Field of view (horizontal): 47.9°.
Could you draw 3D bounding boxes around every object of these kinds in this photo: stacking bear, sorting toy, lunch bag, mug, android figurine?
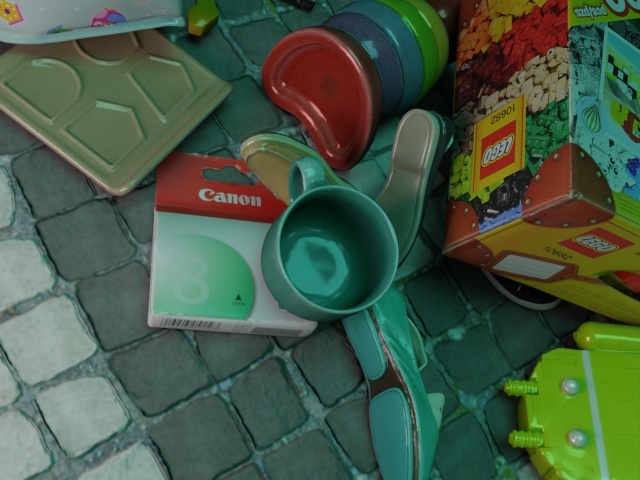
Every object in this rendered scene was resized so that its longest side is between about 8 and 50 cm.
[{"bbox_3d":[0.096,-0.247,0.942,0.289,0.164,0.175,-36,82,-34],"label":"stacking bear"},{"bbox_3d":[-0.226,-0.210,0.873,0.229,0.041,0.307,35,59,4],"label":"sorting toy"},{"bbox_3d":[-0.289,-0.340,0.772,0.262,0.223,0.160,-6,48,-4],"label":"lunch bag"},{"bbox_3d":[0.007,0.007,0.752,0.129,0.097,0.158,21,70,-12],"label":"mug"},{"bbox_3d":[0.348,0.210,0.834,0.273,0.056,0.248,6,56,0],"label":"android figurine"}]

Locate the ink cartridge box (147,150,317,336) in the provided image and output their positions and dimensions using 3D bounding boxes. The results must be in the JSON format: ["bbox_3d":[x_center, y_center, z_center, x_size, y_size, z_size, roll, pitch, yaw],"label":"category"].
[{"bbox_3d":[-0.097,-0.007,0.814,0.181,0.056,0.224,6,66,-18],"label":"ink cartridge box"}]

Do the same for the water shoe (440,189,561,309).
[{"bbox_3d":[0.236,0.005,0.911,0.203,0.080,0.073,44,60,4],"label":"water shoe"}]

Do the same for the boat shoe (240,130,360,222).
[{"bbox_3d":[-0.014,-0.053,0.815,0.190,0.068,0.072,29,48,-38],"label":"boat shoe"}]

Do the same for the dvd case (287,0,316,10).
[{"bbox_3d":[-0.098,-0.442,1.029,0.239,0.029,0.179,21,61,-9],"label":"dvd case"}]

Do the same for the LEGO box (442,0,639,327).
[{"bbox_3d":[0.409,-0.102,0.890,0.500,0.193,0.372,19,64,-25],"label":"LEGO box"}]

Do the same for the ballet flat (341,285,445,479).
[{"bbox_3d":[0.092,0.156,0.790,0.087,0.083,0.247,-4,68,-31],"label":"ballet flat"}]

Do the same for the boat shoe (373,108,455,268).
[{"bbox_3d":[0.109,-0.052,0.848,0.065,0.206,0.075,-6,29,-45],"label":"boat shoe"}]
